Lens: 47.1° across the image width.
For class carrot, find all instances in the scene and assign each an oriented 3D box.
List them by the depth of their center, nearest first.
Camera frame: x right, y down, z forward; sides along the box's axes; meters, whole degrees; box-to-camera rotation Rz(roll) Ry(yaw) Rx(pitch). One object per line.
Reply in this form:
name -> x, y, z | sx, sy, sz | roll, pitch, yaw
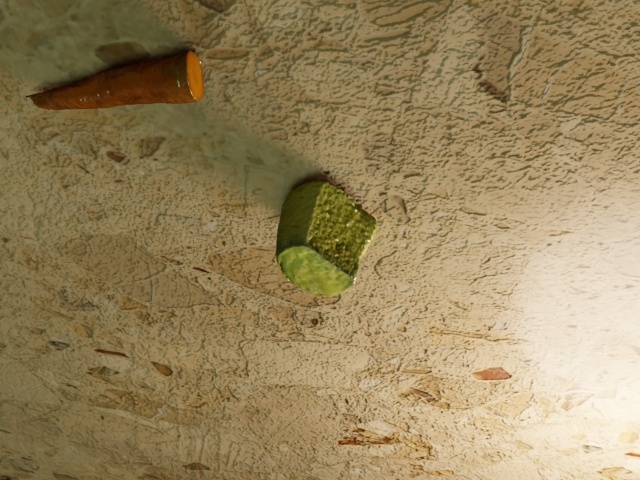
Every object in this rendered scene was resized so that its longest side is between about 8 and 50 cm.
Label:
carrot -> -0.241, -0.173, 0.851 | 0.224, 0.057, 0.057 | -5, 134, 18

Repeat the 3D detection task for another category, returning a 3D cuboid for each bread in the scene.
bread -> 0.000, 0.000, 0.947 | 0.129, 0.114, 0.111 | 32, 138, -18
